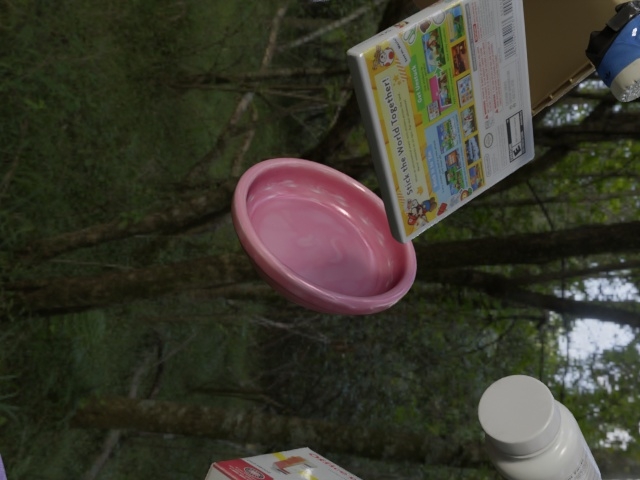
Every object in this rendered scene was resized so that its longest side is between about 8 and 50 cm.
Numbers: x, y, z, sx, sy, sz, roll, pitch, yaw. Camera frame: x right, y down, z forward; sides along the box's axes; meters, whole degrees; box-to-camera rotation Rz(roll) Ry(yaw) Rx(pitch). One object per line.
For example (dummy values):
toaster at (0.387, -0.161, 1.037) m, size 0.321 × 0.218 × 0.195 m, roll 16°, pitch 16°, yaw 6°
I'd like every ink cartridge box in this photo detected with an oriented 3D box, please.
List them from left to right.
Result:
ink cartridge box at (-0.038, 0.565, 1.339) m, size 0.385 × 0.279 × 0.160 m, roll 23°, pitch 89°, yaw -60°

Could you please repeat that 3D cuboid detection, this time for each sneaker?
sneaker at (0.326, -0.207, 0.620) m, size 0.058 × 0.152 × 0.084 m, roll 18°, pitch 40°, yaw -57°

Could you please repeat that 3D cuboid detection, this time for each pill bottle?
pill bottle at (0.308, 0.295, 0.937) m, size 0.229 × 0.131 × 0.131 m, roll 55°, pitch 32°, yaw -36°

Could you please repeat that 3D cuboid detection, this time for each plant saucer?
plant saucer at (0.000, 0.000, 1.110) m, size 0.084 × 0.332 × 0.332 m, roll -57°, pitch -171°, yaw 37°

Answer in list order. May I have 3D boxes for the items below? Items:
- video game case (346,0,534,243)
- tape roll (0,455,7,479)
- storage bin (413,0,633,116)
video game case at (0.138, -0.136, 0.695) m, size 0.026 × 0.206 × 0.227 m, roll 37°, pitch -27°, yaw 48°
tape roll at (-0.209, 0.124, 0.229) m, size 0.189 × 0.080 × 0.189 m, roll -10°, pitch 90°, yaw -72°
storage bin at (0.287, -0.333, 0.875) m, size 0.123 × 0.262 × 0.260 m, roll -35°, pitch 176°, yaw -36°
